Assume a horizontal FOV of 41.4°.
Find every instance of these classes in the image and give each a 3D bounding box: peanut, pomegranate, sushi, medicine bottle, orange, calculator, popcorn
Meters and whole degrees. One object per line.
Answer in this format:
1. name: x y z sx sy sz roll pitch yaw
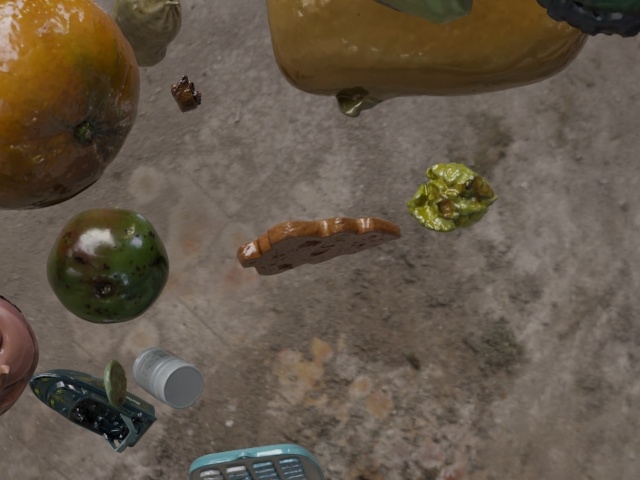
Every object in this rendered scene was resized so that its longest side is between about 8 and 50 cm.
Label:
1. peanut: -0.330 -0.417 1.603 0.129 0.224 0.129 8 66 -19
2. pomegranate: -0.324 0.023 1.291 0.181 0.224 0.182 -8 118 -14
3. sushi: -0.229 -0.250 1.463 0.047 0.099 0.050 -28 86 -6
4. medicine bottle: -0.193 0.173 1.066 0.058 0.091 0.058 -7 103 -35
5. orange: -0.289 -0.139 0.856 0.171 0.240 0.240 35 67 23
6. calculator: -0.121 0.470 1.668 0.256 0.386 0.055 -8 62 1
7. popcorn: 0.125 -0.037 0.806 0.083 0.060 0.068 -19 124 5

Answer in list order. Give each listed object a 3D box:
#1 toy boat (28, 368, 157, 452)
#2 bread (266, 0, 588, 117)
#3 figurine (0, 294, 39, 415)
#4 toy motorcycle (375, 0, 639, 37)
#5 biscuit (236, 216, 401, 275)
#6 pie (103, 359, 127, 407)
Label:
1. toy boat: -0.416 0.301 1.537 0.246 0.103 0.093 32 115 -21
2. bread: 0.134 -0.333 0.940 0.253 0.375 0.348 77 22 -48
3. figurine: -0.263 0.098 0.614 0.114 0.157 0.126 -17 125 -10
4. toy motorcycle: 0.074 -0.296 0.456 0.169 0.236 0.410 -50 123 -58
5. biscuit: 0.000 0.000 1.533 0.306 0.284 0.043 -9 76 -16
6. pie: -0.344 0.239 1.420 0.017 0.085 0.085 -9 93 5
